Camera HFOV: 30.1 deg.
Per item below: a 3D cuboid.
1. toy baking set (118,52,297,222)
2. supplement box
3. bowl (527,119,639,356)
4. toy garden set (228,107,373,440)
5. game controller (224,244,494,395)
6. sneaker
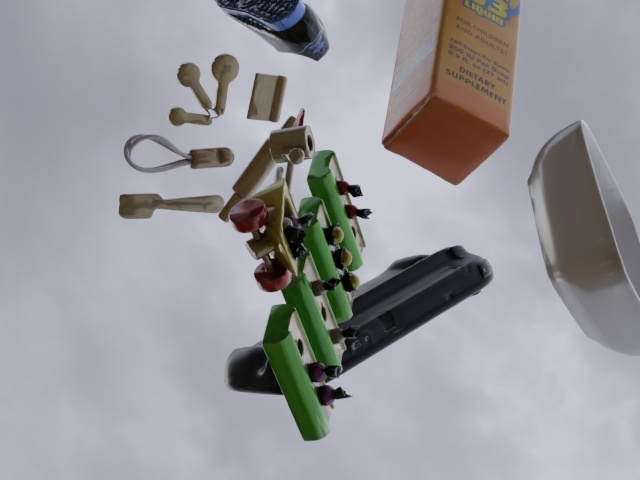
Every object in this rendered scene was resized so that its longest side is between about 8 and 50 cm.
[{"bbox_3d":[-0.139,-0.115,1.471,0.256,0.196,0.030,-58,-142,-2],"label":"toy baking set"},{"bbox_3d":[0.113,-0.162,0.981,0.080,0.078,0.233,-47,-155,45],"label":"supplement box"},{"bbox_3d":[0.188,0.005,0.819,0.053,0.142,0.142,-21,-129,20],"label":"bowl"},{"bbox_3d":[0.000,0.000,0.949,0.049,0.244,0.204,-7,-52,17],"label":"toy garden set"},{"bbox_3d":[0.044,0.089,1.310,0.166,0.319,0.067,-19,-84,54],"label":"game controller"},{"bbox_3d":[-0.068,-0.301,1.592,0.081,0.090,0.232,-43,-143,-2],"label":"sneaker"}]
